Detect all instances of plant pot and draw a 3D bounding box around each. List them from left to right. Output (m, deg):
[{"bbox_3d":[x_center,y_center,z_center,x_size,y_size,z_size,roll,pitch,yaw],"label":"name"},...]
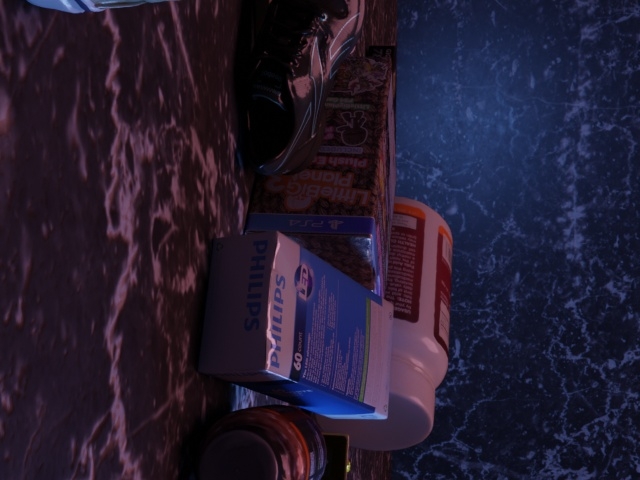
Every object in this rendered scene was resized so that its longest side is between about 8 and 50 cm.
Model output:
[{"bbox_3d":[-0.003,0.329,1.367,0.083,0.081,0.081,100,-6,-75],"label":"plant pot"}]

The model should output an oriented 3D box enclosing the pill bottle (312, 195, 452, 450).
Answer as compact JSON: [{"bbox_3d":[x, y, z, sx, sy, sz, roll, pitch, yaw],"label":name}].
[{"bbox_3d":[0.105,0.135,1.540,0.224,0.224,0.392,83,13,-47],"label":"pill bottle"}]

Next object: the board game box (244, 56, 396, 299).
[{"bbox_3d":[0.014,-0.050,1.155,0.232,0.141,0.291,81,14,-51],"label":"board game box"}]

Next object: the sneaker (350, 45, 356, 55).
[{"bbox_3d":[0.025,-0.357,1.495,0.161,0.057,0.075,-77,150,-47],"label":"sneaker"}]

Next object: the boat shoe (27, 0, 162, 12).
[{"bbox_3d":[-0.120,-0.204,0.372,0.302,0.094,0.109,70,23,-69],"label":"boat shoe"}]

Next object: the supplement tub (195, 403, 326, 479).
[{"bbox_3d":[-0.057,0.210,0.873,0.198,0.106,0.106,48,44,-78],"label":"supplement tub"}]

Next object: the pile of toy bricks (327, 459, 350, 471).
[{"bbox_3d":[0.064,0.341,1.712,0.118,0.105,0.212,-73,163,-60],"label":"pile of toy bricks"}]

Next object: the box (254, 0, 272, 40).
[{"bbox_3d":[-0.051,-0.308,1.064,0.164,0.021,0.201,-65,156,-69],"label":"box"}]

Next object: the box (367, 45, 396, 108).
[{"bbox_3d":[0.140,-0.263,2.207,0.293,0.073,0.295,80,15,-51],"label":"box"}]

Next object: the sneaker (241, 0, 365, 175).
[{"bbox_3d":[-0.022,-0.191,0.955,0.106,0.101,0.267,-30,133,-68],"label":"sneaker"}]

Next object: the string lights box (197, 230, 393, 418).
[{"bbox_3d":[-0.013,0.096,0.937,0.260,0.077,0.133,34,55,-54],"label":"string lights box"}]
